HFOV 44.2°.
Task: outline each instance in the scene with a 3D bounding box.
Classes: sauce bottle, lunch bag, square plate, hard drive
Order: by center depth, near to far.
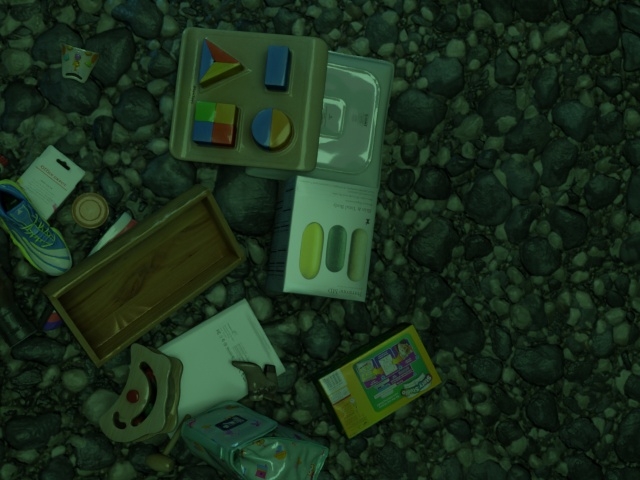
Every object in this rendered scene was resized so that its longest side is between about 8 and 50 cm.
[{"bbox_3d":[-0.740,0.074,1.694,0.111,0.111,0.344,-35,96,-13],"label":"sauce bottle"},{"bbox_3d":[-0.154,0.457,1.736,0.262,0.223,0.160,27,80,-38],"label":"lunch bag"},{"bbox_3d":[-0.262,0.298,1.847,0.308,0.040,0.203,-30,95,-14],"label":"hard drive"},{"bbox_3d":[0.007,-0.306,1.936,0.344,0.049,0.347,8,86,-14],"label":"square plate"}]

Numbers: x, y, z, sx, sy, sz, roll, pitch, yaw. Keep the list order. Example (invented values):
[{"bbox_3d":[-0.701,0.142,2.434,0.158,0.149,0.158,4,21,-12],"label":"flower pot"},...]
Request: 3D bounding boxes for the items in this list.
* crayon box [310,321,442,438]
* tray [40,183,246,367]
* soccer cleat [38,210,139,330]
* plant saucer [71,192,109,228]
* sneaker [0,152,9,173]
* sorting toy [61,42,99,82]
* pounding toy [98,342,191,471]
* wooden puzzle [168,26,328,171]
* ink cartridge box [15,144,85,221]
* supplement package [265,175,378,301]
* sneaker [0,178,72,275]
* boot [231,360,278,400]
[{"bbox_3d":[0.138,0.339,1.929,0.278,0.081,0.165,-28,95,-14],"label":"crayon box"},{"bbox_3d":[-0.381,0.072,1.747,0.411,0.076,0.202,-37,121,-20],"label":"tray"},{"bbox_3d":[-0.500,0.086,1.763,0.116,0.109,0.318,40,77,-14],"label":"soccer cleat"},{"bbox_3d":[-0.527,-0.069,1.806,0.084,0.013,0.083,1,87,-14],"label":"plant saucer"},{"bbox_3d":[-0.797,-0.193,1.702,0.225,0.088,0.092,28,83,-12],"label":"sneaker"},{"bbox_3d":[-0.556,-0.402,1.802,0.083,0.045,0.075,13,104,-14],"label":"sorting toy"},{"bbox_3d":[-0.385,0.371,1.756,0.154,0.155,0.269,1,77,13],"label":"pounding toy"},{"bbox_3d":[-0.167,-0.335,1.841,0.348,0.080,0.322,6,86,0],"label":"wooden puzzle"},{"bbox_3d":[-0.619,-0.111,1.757,0.104,0.061,0.181,40,80,-10],"label":"ink cartridge box"},{"bbox_3d":[0.000,0.000,1.845,0.199,0.198,0.262,8,86,-15],"label":"supplement package"},{"bbox_3d":[-0.617,-0.023,1.659,0.091,0.126,0.240,-40,98,-10],"label":"sneaker"},{"bbox_3d":[-0.155,0.328,1.833,0.118,0.042,0.087,10,87,-14],"label":"boot"}]
